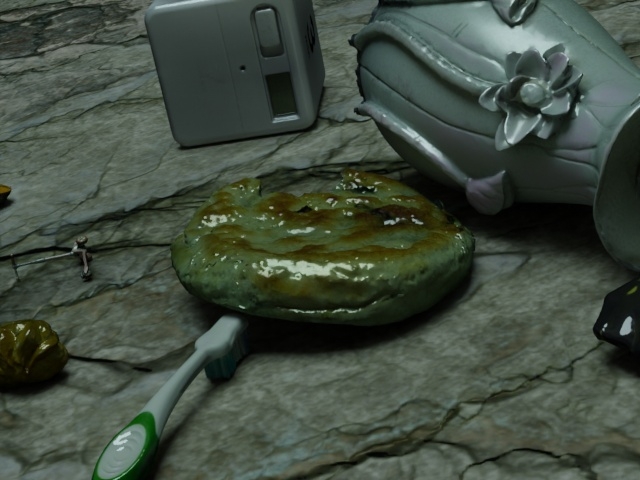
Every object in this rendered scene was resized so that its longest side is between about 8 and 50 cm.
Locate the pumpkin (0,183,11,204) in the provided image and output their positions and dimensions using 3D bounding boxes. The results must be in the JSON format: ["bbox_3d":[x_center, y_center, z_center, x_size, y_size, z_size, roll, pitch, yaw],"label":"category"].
[{"bbox_3d":[-0.420,-0.049,1.539,0.083,0.028,0.050,-17,21,-33],"label":"pumpkin"}]

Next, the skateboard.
[{"bbox_3d":[-0.283,0.029,1.311,0.083,0.032,0.064,-12,34,-7],"label":"skateboard"}]

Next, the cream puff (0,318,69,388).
[{"bbox_3d":[-0.266,0.103,1.108,0.083,0.083,0.058,5,67,8],"label":"cream puff"}]

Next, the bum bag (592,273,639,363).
[{"bbox_3d":[0.303,0.072,0.911,0.106,0.060,0.232,-34,29,-24],"label":"bum bag"}]

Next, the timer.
[{"bbox_3d":[-0.107,-0.255,1.651,0.194,0.193,0.195,-8,24,7],"label":"timer"}]

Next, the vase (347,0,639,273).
[{"bbox_3d":[0.218,-0.127,1.199,0.249,0.250,0.445,-20,29,-19],"label":"vase"}]

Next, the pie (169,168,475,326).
[{"bbox_3d":[0.001,0.003,1.168,0.302,0.067,0.302,-1,20,0],"label":"pie"}]

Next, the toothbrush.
[{"bbox_3d":[-0.151,0.169,0.921,0.042,0.040,0.418,3,27,24],"label":"toothbrush"}]
